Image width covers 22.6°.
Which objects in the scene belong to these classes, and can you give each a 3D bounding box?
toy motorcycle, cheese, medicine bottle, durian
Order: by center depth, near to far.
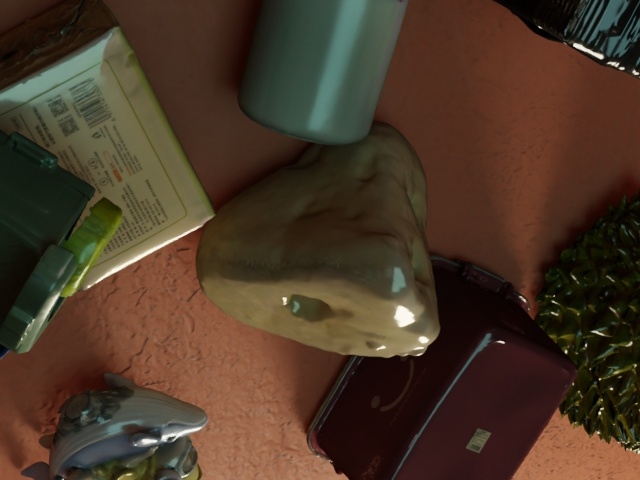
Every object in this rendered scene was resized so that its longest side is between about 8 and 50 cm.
[{"bbox_3d":[-0.332,0.052,1.450,0.191,0.200,0.326,31,136,-4],"label":"toy motorcycle"},{"bbox_3d":[0.009,-0.216,1.571,0.139,0.139,0.225,6,112,-28],"label":"medicine bottle"},{"bbox_3d":[0.000,0.001,1.679,0.248,0.251,0.173,-8,140,19],"label":"cheese"},{"bbox_3d":[0.364,0.116,1.950,0.198,0.163,0.394,-56,140,-41],"label":"durian"}]

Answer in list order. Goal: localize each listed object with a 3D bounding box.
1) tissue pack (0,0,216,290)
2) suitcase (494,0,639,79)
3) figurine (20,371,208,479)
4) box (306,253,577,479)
[{"bbox_3d":[-0.225,-0.096,1.527,0.159,0.125,0.234,-30,124,-6],"label":"tissue pack"},{"bbox_3d":[0.311,-0.348,1.593,0.152,0.229,0.335,17,105,-30],"label":"suitcase"},{"bbox_3d":[-0.215,0.231,1.700,0.208,0.128,0.184,-28,126,-1],"label":"figurine"},{"bbox_3d":[0.143,0.184,1.818,0.193,0.167,0.294,24,103,-34],"label":"box"}]
